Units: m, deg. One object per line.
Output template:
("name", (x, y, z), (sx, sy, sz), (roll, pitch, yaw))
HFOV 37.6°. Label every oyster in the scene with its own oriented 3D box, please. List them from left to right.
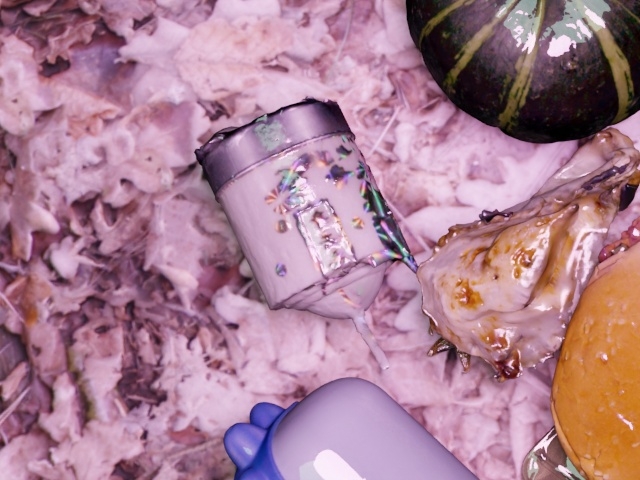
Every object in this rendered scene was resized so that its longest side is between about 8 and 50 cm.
("oyster", (0.251, -0.006, 1.081), (0.337, 0.133, 0.198), (-45, 118, -6))

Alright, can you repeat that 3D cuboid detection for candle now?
("candle", (0.000, 0.000, 1.087), (0.187, 0.187, 0.330), (-26, 83, 1))

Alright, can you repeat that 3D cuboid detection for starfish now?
("starfish", (0.175, 0.120, 1.138), (0.091, 0.028, 0.078), (22, 91, 4))

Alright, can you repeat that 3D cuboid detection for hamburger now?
("hamburger", (0.346, 0.147, 1.011), (0.245, 0.155, 0.282), (-40, 74, 24))

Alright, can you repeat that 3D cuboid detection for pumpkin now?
("pumpkin", (0.257, -0.272, 1.072), (0.323, 0.241, 0.323), (0, 83, 2))

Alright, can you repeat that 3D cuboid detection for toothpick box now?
("toothpick box", (0.049, 0.306, 1.009), (0.355, 0.263, 0.263), (43, 88, 10))

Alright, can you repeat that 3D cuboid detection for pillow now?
("pillow", (0.340, 0.227, 1.107), (0.130, 0.033, 0.217), (34, 87, 10))
